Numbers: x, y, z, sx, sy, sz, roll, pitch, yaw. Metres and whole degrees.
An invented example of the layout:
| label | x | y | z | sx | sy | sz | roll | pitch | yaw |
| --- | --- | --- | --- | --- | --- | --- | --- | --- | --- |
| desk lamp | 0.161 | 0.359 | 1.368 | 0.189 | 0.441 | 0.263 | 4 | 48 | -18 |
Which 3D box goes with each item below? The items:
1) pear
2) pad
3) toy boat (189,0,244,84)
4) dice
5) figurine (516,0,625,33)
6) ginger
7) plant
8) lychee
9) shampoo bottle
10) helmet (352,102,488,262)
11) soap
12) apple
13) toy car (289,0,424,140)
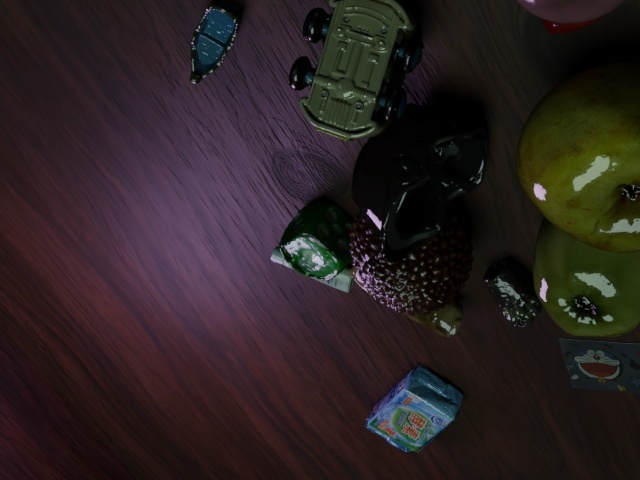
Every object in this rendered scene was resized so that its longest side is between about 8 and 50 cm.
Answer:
| label | x | y | z | sx | sy | sz | roll | pitch | yaw |
| --- | --- | --- | --- | --- | --- | --- | --- | --- | --- |
| pear | 0.466 | -0.143 | 1.657 | 0.304 | 0.304 | 0.304 | 16 | 140 | 14 |
| pad | 0.640 | 0.270 | 2.240 | 0.246 | 0.006 | 0.170 | 2 | 134 | 29 |
| toy boat | -0.203 | -0.370 | 1.966 | 0.075 | 0.077 | 0.185 | 31 | 141 | -5 |
| dice | 0.000 | 0.000 | 2.222 | 0.131 | 0.120 | 0.128 | 38 | 139 | -15 |
| figurine | 0.370 | -0.404 | 1.494 | 0.270 | 0.211 | 0.261 | -20 | 121 | 42 |
| ginger | 0.185 | 0.106 | 2.241 | 0.263 | 0.109 | 0.116 | 34 | 114 | -9 |
| plant | 0.396 | 0.107 | 2.142 | 0.092 | 0.094 | 0.143 | -31 | 103 | 31 |
| lychee | 0.177 | 0.034 | 2.048 | 0.271 | 0.271 | 0.271 | 16 | 140 | 14 |
| shampoo bottle | -0.017 | 0.059 | 2.358 | 0.191 | 0.041 | 0.069 | 20 | 146 | 9 |
| helmet | 0.153 | -0.122 | 1.882 | 0.177 | 0.305 | 0.225 | 40 | 165 | 26 |
| soap | 0.228 | 0.423 | 2.586 | 0.156 | 0.077 | 0.293 | 30 | 141 | -2 |
| apple | 0.503 | 0.032 | 1.875 | 0.279 | 0.279 | 0.279 | 16 | 140 | 14 |
| toy car | 0.080 | -0.299 | 1.806 | 0.204 | 0.198 | 0.247 | 21 | 103 | 16 |
